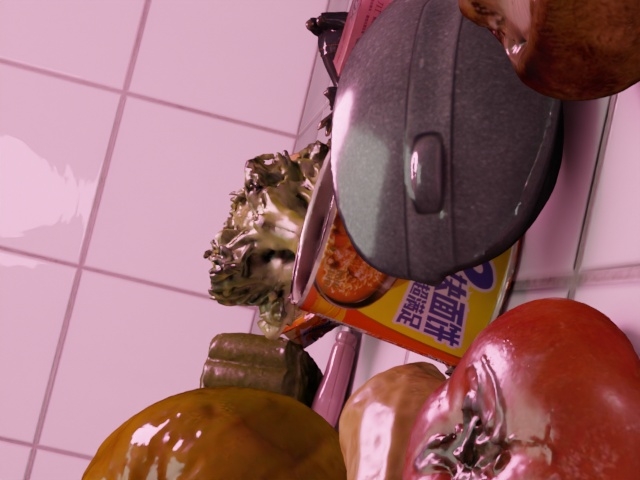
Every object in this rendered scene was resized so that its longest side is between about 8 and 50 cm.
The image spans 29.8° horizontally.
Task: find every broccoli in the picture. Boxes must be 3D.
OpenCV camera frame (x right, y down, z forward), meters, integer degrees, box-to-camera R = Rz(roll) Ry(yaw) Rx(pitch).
[{"bbox_3d":[0.000,0.000,1.571,0.288,0.248,0.245,-63,27,13],"label":"broccoli"}]

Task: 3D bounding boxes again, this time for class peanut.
[{"bbox_3d":[0.068,0.213,0.941,0.305,0.147,0.147,-80,8,-45],"label":"peanut"}]

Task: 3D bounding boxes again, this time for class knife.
[{"bbox_3d":[0.051,0.110,1.722,0.081,0.043,0.335,94,-166,-78],"label":"knife"}]

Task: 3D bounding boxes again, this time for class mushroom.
[{"bbox_3d":[0.174,-0.219,0.824,0.253,0.153,0.253,176,90,-78],"label":"mushroom"}]

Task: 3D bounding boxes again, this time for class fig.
[{"bbox_3d":[-0.086,0.311,1.304,0.343,0.343,0.343,-166,90,-83],"label":"fig"}]

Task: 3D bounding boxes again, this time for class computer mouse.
[{"bbox_3d":[0.113,-0.132,1.028,0.114,0.203,0.374,65,-152,-43],"label":"computer mouse"}]

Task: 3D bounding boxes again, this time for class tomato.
[{"bbox_3d":[0.120,0.143,0.760,0.237,0.095,0.236,-160,90,-75],"label":"tomato"}]

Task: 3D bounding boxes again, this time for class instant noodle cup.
[{"bbox_3d":[0.074,0.006,1.136,0.213,0.174,0.213,-165,90,-82],"label":"instant noodle cup"}]

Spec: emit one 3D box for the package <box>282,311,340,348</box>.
[{"bbox_3d":[-0.006,0.119,1.759,0.031,0.108,0.120,59,178,18],"label":"package"}]

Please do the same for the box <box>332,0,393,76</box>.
[{"bbox_3d":[0.092,-0.314,1.848,0.060,0.111,0.156,-102,24,-56],"label":"box"}]

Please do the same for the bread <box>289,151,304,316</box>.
[{"bbox_3d":[-0.025,-0.027,1.825,0.314,0.192,0.171,107,-173,-47],"label":"bread"}]

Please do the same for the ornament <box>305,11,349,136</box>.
[{"bbox_3d":[0.066,-0.250,1.979,0.080,0.202,0.236,-10,88,43],"label":"ornament"}]

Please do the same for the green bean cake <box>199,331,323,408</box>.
[{"bbox_3d":[-0.090,0.272,1.748,0.250,0.156,0.246,70,-150,-69],"label":"green bean cake"}]
